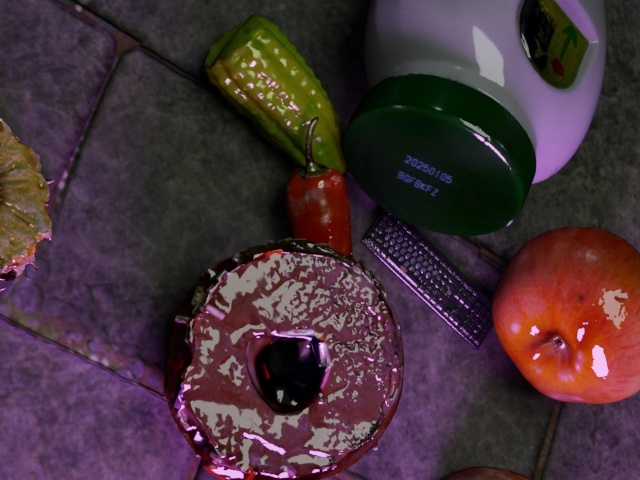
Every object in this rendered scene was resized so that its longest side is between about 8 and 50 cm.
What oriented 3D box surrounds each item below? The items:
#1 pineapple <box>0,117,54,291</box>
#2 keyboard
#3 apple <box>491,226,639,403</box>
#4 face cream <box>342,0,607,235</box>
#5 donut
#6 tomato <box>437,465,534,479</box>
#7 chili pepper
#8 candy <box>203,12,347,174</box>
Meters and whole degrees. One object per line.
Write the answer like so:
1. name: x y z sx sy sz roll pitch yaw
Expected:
1. pineapple: -0.336 -0.047 1.390 0.221 0.047 0.221 23 53 -34
2. keyboard: 0.132 0.042 1.703 0.198 0.010 0.063 43 64 -17
3. apple: 0.298 0.092 1.683 0.209 0.209 0.164 55 39 -10
4. face cream: 0.183 -0.202 1.653 0.312 0.219 0.357 45 54 -27
5. donut: -0.040 0.126 1.503 0.270 0.103 0.269 -1 92 -20
6. tomato: 0.207 0.355 1.604 0.181 0.155 0.214 23 68 -30
7. chili pepper: 0.000 0.000 1.585 0.071 0.063 0.272 -11 105 -26
8. candy: -0.038 -0.148 1.596 0.209 0.097 0.096 50 60 -22
